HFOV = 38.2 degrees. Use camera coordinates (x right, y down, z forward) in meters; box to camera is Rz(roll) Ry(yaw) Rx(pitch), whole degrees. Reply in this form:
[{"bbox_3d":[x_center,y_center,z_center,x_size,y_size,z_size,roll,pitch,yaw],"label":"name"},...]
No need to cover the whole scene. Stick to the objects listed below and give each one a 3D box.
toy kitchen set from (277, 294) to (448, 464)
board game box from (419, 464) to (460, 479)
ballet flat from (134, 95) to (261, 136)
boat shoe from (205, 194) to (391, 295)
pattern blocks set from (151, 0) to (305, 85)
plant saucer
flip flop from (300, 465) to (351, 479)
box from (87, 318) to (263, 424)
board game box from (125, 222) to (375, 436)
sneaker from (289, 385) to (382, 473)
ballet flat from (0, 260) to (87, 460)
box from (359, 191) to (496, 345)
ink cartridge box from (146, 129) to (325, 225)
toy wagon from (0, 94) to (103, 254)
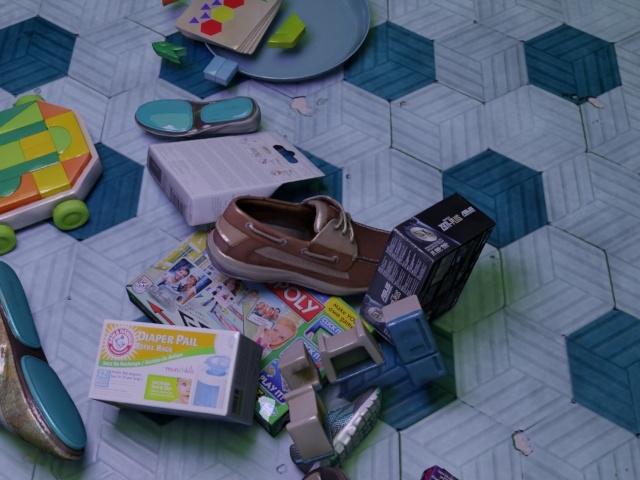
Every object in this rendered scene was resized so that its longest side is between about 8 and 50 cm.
[{"bbox_3d":[0.065,0.198,1.209,0.207,0.122,0.166,-23,32,7],"label":"toy kitchen set"},{"bbox_3d":[0.229,0.446,1.084,0.346,0.056,0.208,33,65,0],"label":"board game box"},{"bbox_3d":[-0.205,-0.201,1.566,0.213,0.068,0.072,-3,68,4],"label":"ballet flat"},{"bbox_3d":[0.000,0.000,1.353,0.324,0.116,0.123,4,39,-24],"label":"boat shoe"},{"bbox_3d":[-0.160,-0.417,1.683,0.285,0.026,0.325,32,62,20],"label":"pattern blocks set"},{"bbox_3d":[-0.066,-0.403,1.715,0.317,0.044,0.318,0,57,0],"label":"plant saucer"},{"bbox_3d":[0.026,0.419,1.134,0.112,0.080,0.277,-17,66,20],"label":"flip flop"},{"bbox_3d":[-0.194,0.178,1.251,0.203,0.103,0.114,3,73,16],"label":"box"},{"bbox_3d":[-0.105,0.108,1.370,0.317,0.046,0.213,39,65,23],"label":"board game box"},{"bbox_3d":[0.020,0.253,1.266,0.076,0.065,0.166,28,56,26],"label":"sneaker"},{"bbox_3d":[-0.433,0.183,1.292,0.123,0.123,0.348,-25,60,-16],"label":"ballet flat"},{"bbox_3d":[0.150,0.041,1.313,0.077,0.180,0.147,41,47,23],"label":"box"},{"bbox_3d":[-0.139,-0.106,1.490,0.232,0.066,0.189,-7,33,-29],"label":"ink cartridge box"},{"bbox_3d":[-0.535,-0.102,1.497,0.344,0.068,0.267,-21,58,-14],"label":"toy wagon"}]
